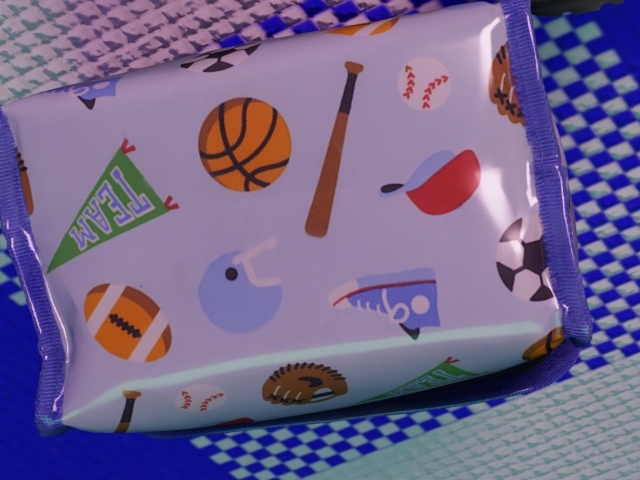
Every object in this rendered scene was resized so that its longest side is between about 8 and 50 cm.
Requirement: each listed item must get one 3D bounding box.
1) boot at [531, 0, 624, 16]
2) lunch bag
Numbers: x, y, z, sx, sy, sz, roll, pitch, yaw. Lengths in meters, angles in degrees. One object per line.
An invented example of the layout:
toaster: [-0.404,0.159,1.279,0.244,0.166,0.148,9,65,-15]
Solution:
boot: [0.105,-0.329,0.957,0.367,0.146,0.445,-30,135,31]
lunch bag: [0.000,0.000,1.248,0.328,0.239,0.385,-9,180,5]
